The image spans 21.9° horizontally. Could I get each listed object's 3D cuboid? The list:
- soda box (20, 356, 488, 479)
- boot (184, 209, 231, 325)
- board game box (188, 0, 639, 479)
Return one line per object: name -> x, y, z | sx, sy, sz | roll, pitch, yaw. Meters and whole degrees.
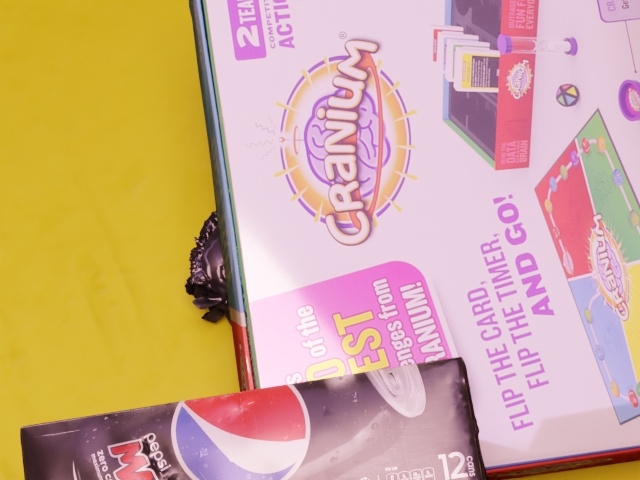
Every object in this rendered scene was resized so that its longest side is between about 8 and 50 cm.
soda box -> -0.024, 0.087, 0.625 | 0.169, 0.060, 0.053 | -10, 72, 2
boot -> 0.000, 0.000, 0.778 | 0.099, 0.045, 0.121 | 23, 65, 11
board game box -> 0.112, -0.022, 0.728 | 0.316, 0.064, 0.242 | -6, 77, -6
